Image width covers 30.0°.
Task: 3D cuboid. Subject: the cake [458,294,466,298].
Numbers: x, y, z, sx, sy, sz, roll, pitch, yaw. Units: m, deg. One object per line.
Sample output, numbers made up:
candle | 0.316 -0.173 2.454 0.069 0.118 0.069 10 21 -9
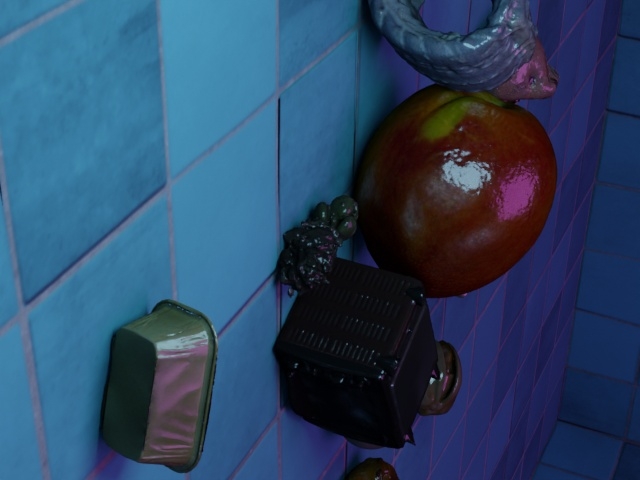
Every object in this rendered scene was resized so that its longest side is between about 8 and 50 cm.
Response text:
cake | 0.254 0.078 2.335 0.121 0.052 0.065 8 101 -69

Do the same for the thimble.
thimble | 0.185 -0.320 1.628 0.205 0.236 0.172 -50 155 2

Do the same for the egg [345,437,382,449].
egg | 0.084 0.281 1.934 0.152 0.114 0.114 -14 117 -65

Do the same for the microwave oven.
microwave oven | 0.058 0.169 1.710 0.247 0.178 0.188 73 34 -53

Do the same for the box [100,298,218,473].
box | -0.162 0.152 1.237 0.111 0.111 0.177 -16 119 -66

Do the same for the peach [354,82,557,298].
peach | 0.191 -0.066 1.762 0.308 0.308 0.332 -34 152 -60

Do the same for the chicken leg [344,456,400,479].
chicken leg | 0.054 0.450 2.039 0.251 0.087 0.107 -21 102 -58

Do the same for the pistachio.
pistachio | 0.220 0.264 2.302 0.113 0.113 0.149 56 45 -63

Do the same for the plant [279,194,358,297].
plant | 0.000 0.000 1.595 0.174 0.087 0.085 -53 180 -36

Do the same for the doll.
doll | 0.362 -0.266 2.247 0.303 0.156 0.201 88 19 -47
